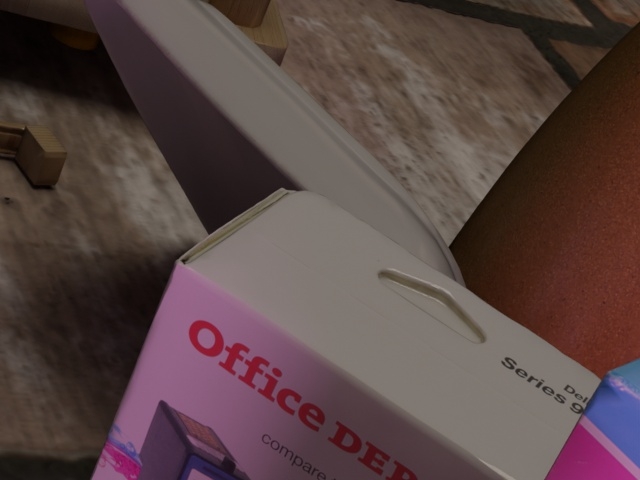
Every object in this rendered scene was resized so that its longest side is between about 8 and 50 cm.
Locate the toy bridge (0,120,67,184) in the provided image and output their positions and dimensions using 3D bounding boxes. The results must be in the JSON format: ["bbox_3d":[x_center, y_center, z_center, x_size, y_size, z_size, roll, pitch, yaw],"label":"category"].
[{"bbox_3d":[-0.232,-0.057,0.972,0.188,0.026,0.063,-1,37,-40],"label":"toy bridge"}]

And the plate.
[{"bbox_3d":[0.000,0.000,0.850,0.045,0.278,0.277,-39,56,-10],"label":"plate"}]

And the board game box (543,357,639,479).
[{"bbox_3d":[0.105,0.154,0.575,0.064,0.317,0.242,40,32,26],"label":"board game box"}]

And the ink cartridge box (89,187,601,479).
[{"bbox_3d":[-0.006,0.111,0.668,0.154,0.212,0.093,33,31,13],"label":"ink cartridge box"}]

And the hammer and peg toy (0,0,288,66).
[{"bbox_3d":[-0.173,-0.235,1.217,0.266,0.127,0.361,12,31,-20],"label":"hammer and peg toy"}]

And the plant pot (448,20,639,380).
[{"bbox_3d":[0.229,-0.036,1.065,0.237,0.254,0.237,18,30,-11],"label":"plant pot"}]
